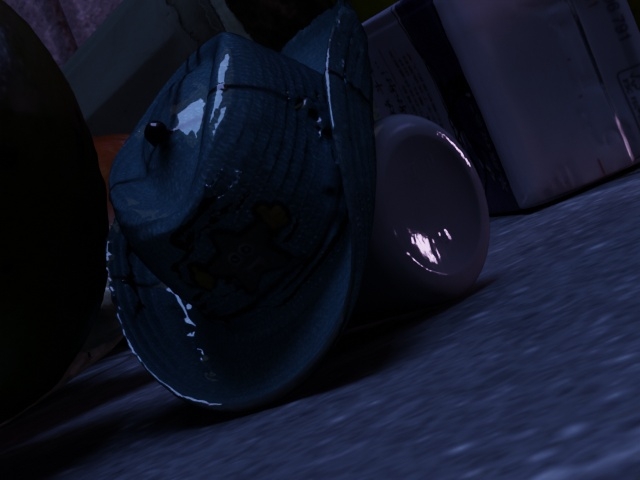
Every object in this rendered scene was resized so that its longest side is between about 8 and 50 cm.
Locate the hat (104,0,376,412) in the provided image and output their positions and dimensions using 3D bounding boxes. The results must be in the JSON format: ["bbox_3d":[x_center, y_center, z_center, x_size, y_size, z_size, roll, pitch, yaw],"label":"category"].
[{"bbox_3d":[-0.038,-0.029,0.687,0.138,0.078,0.191,-40,34,25],"label":"hat"}]

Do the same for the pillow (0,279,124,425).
[{"bbox_3d":[-0.245,0.067,0.938,0.281,0.076,0.274,-27,22,-21],"label":"pillow"}]

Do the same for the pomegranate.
[{"bbox_3d":[-0.189,0.016,0.707,0.242,0.306,0.242,-18,-37,-14],"label":"pomegranate"}]

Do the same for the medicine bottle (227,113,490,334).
[{"bbox_3d":[0.000,0.000,0.762,0.130,0.080,0.080,-18,6,42],"label":"medicine bottle"}]

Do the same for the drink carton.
[{"bbox_3d":[0.102,-0.091,1.047,0.102,0.134,0.222,-25,4,-13],"label":"drink carton"}]

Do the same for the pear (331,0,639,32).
[{"bbox_3d":[0.150,-0.209,1.290,0.294,0.294,0.294,-22,4,2],"label":"pear"}]

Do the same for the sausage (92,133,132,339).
[{"bbox_3d":[-0.135,-0.008,1.189,0.133,0.133,0.258,-21,3,8],"label":"sausage"}]

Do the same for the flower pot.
[{"bbox_3d":[-0.090,-0.112,1.411,0.259,0.290,0.290,-36,-3,27],"label":"flower pot"}]
